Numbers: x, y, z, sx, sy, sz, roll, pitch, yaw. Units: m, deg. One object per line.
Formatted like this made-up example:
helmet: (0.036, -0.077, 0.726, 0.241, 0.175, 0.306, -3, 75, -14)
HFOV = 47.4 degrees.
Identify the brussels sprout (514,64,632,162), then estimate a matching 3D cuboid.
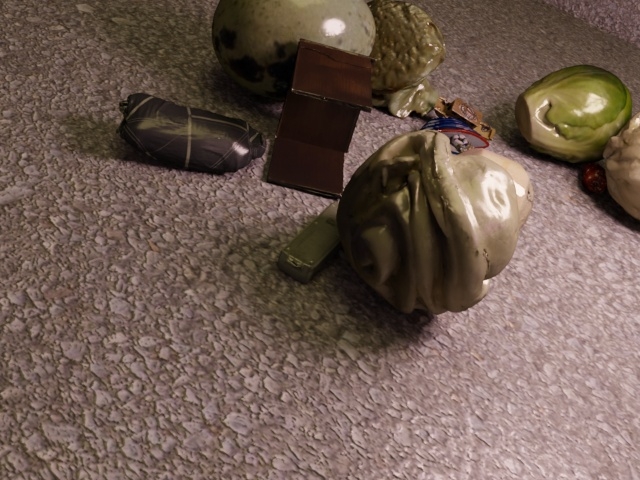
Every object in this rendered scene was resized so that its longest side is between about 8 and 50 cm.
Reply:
brussels sprout: (0.733, -0.368, 2.118, 0.354, 0.281, 0.289, -7, 40, -16)

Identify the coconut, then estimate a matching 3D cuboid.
coconut: (0.352, -0.100, 1.659, 0.234, 0.224, 0.224, 12, 37, -12)

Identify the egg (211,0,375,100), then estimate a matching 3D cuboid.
egg: (-0.069, -0.540, 1.907, 0.428, 0.345, 0.345, -2, 40, -12)

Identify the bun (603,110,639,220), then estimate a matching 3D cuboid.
bun: (0.900, -0.192, 1.965, 0.234, 0.326, 0.362, -14, 29, 30)

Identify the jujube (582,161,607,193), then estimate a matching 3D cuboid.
jujube: (0.777, -0.177, 2.062, 0.077, 0.077, 0.129, 21, 25, 2)

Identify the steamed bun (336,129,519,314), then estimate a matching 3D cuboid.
steamed bun: (0.171, -0.028, 1.353, 0.247, 0.339, 0.352, -6, 45, -40)

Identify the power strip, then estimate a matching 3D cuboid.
power strip: (0.000, 0.000, 1.495, 0.078, 0.052, 0.272, 29, 38, 13)

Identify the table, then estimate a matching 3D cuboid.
table: (0.005, -0.285, 1.701, 0.196, 0.251, 0.282, 14, 35, -7)

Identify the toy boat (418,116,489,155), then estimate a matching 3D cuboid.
toy boat: (0.354, -0.221, 1.948, 0.219, 0.072, 0.318, 19, 46, -4)

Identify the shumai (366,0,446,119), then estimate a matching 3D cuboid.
shumai: (0.224, -0.515, 2.114, 0.330, 0.292, 0.288, 55, 16, 26)

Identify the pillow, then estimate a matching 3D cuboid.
pillow: (-0.280, -0.235, 1.615, 0.335, 0.092, 0.162, 10, 58, -22)

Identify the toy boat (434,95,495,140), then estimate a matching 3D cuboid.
toy boat: (0.415, -0.347, 2.079, 0.200, 0.077, 0.057, 29, 66, -15)
